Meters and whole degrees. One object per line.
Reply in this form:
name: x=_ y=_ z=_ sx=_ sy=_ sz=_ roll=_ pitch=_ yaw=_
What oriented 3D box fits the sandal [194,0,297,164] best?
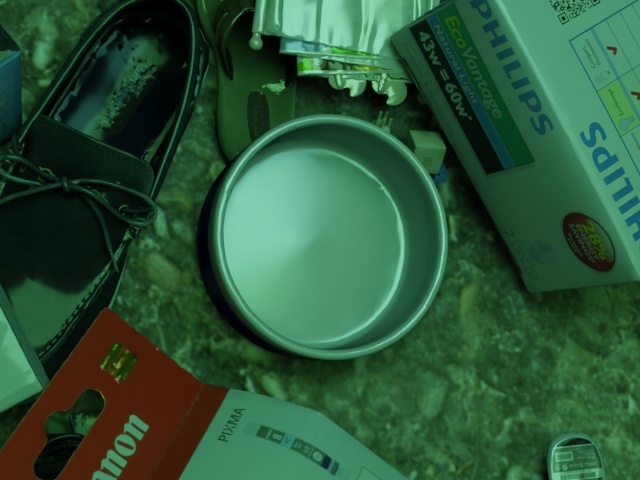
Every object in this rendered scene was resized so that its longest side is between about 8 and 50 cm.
sandal: x=-0.074 y=-0.226 z=1.440 sx=0.120 sy=0.086 sz=0.303 roll=-6 pitch=75 yaw=-15

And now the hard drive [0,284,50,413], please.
hard drive: x=-0.449 y=0.128 z=1.215 sx=0.307 sy=0.040 sz=0.203 roll=-28 pitch=86 yaw=1

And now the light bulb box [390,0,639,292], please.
light bulb box: x=0.339 y=-0.181 z=1.401 sx=0.361 sy=0.225 sz=0.358 roll=-32 pitch=97 yaw=-23

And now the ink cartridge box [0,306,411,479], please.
ink cartridge box: x=-0.106 y=0.256 z=1.181 sx=0.385 sy=0.091 sz=0.308 roll=39 pitch=42 yaw=-9

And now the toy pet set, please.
toy pet set: x=0.122 y=-0.114 z=1.480 sx=0.122 sy=0.065 sz=0.114 roll=3 pitch=38 yaw=-15

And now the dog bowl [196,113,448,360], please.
dog bowl: x=0.000 y=0.000 z=1.357 sx=0.265 sy=0.104 sz=0.265 roll=2 pitch=83 yaw=-18

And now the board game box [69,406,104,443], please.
board game box: x=-0.186 y=0.262 z=1.302 sx=0.126 sy=0.026 sz=0.186 roll=-11 pitch=77 yaw=-16

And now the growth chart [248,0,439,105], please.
growth chart: x=0.031 y=-0.254 z=1.419 sx=0.237 sy=0.021 sz=0.172 roll=14 pitch=87 yaw=-14

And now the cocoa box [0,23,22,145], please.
cocoa box: x=-0.502 y=-0.135 z=1.237 sx=0.347 sy=0.231 sz=0.228 roll=-40 pitch=86 yaw=-20

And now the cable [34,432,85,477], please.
cable: x=-0.284 y=0.285 z=1.247 sx=0.150 sy=0.047 sz=0.184 roll=44 pitch=82 yaw=10

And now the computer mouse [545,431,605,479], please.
computer mouse: x=0.293 y=0.313 z=1.392 sx=0.106 sy=0.042 sz=0.193 roll=-3 pitch=80 yaw=-9

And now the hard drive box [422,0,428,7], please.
hard drive box: x=0.102 y=-0.404 z=1.532 sx=0.181 sy=0.089 sz=0.232 roll=35 pitch=69 yaw=-2

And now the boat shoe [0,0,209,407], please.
boat shoe: x=-0.260 y=-0.061 z=1.314 sx=0.187 sy=0.156 sz=0.500 roll=27 pitch=71 yaw=-6
